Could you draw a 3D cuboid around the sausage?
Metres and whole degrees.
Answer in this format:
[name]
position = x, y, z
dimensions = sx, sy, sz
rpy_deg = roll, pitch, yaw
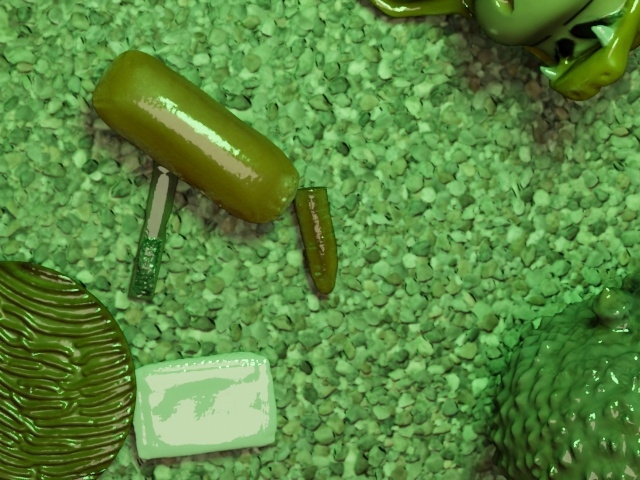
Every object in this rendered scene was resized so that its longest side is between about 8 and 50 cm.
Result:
[sausage]
position = -0.149, -0.123, 1.587
dimensions = 0.274, 0.105, 0.105
rpy_deg = 36, 91, -7

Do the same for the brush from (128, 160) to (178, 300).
[brush]
position = -0.206, -0.019, 1.626
dimensions = 0.034, 0.027, 0.191
rpy_deg = 12, 92, -8

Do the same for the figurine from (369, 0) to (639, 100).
[figurine]
position = 0.263, -0.387, 1.526
dimensions = 0.387, 0.268, 0.401
rpy_deg = 45, 85, -5

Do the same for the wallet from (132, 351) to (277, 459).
[wallet]
position = -0.148, 0.207, 1.648
dimensions = 0.182, 0.032, 0.124
rpy_deg = -7, 94, -7

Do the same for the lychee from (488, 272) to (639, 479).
[lychee]
position = 0.400, 0.233, 1.542
dimensions = 0.380, 0.380, 0.432
rpy_deg = -23, 112, -3

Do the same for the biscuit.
[biscuit]
position = -0.383, 0.181, 1.607
dimensions = 0.317, 0.040, 0.318
rpy_deg = 0, 96, -1

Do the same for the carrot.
[carrot]
position = 0.000, 0.000, 1.640
dimensions = 0.048, 0.048, 0.139
rpy_deg = -13, 98, -4
